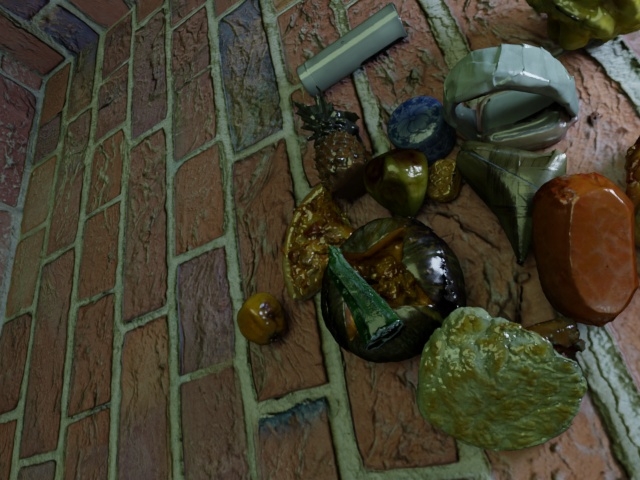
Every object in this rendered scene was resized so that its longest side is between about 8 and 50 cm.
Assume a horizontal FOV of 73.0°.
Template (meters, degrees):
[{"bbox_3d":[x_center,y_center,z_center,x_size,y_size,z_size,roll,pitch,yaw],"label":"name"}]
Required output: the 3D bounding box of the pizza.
[{"bbox_3d":[0.000,0.000,1.129,0.226,0.086,0.335,4,71,35],"label":"pizza"}]

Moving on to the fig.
[{"bbox_3d":[0.190,-0.136,1.024,0.154,0.165,0.144,-31,21,-3],"label":"fig"}]

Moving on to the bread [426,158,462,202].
[{"bbox_3d":[0.292,-0.143,1.026,0.083,0.044,0.110,10,79,36],"label":"bread"}]

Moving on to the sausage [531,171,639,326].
[{"bbox_3d":[0.460,0.015,0.759,0.153,0.141,0.267,-6,88,11],"label":"sausage"}]

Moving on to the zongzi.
[{"bbox_3d":[0.367,-0.086,0.913,0.221,0.112,0.242,22,84,35],"label":"zongzi"}]

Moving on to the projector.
[{"bbox_3d":[0.090,-0.562,1.290,0.338,0.108,0.108,-27,58,20],"label":"projector"}]

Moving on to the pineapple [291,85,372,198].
[{"bbox_3d":[0.037,-0.286,1.182,0.166,0.165,0.364,-30,55,19],"label":"pineapple"}]

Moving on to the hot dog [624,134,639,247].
[{"bbox_3d":[0.611,-0.116,0.743,0.150,0.153,0.256,15,79,35],"label":"hot dog"}]

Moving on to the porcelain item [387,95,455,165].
[{"bbox_3d":[0.247,-0.269,1.063,0.147,0.114,0.147,-14,63,28],"label":"porcelain item"}]

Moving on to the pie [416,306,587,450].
[{"bbox_3d":[0.312,0.250,0.760,0.275,0.105,0.257,5,98,10],"label":"pie"}]

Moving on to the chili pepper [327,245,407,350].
[{"bbox_3d":[0.070,0.093,0.826,0.088,0.059,0.226,-38,58,11],"label":"chili pepper"}]

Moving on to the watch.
[{"bbox_3d":[0.390,-0.306,0.908,0.254,0.241,0.161,-9,64,29],"label":"watch"}]

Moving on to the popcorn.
[{"bbox_3d":[0.565,-0.520,0.890,0.215,0.252,0.286,-54,47,19],"label":"popcorn"}]

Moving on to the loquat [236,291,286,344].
[{"bbox_3d":[-0.149,0.205,1.122,0.137,0.113,0.137,-2,77,10],"label":"loquat"}]

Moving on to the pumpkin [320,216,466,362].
[{"bbox_3d":[0.148,0.102,0.924,0.321,0.192,0.320,-11,67,29],"label":"pumpkin"}]
